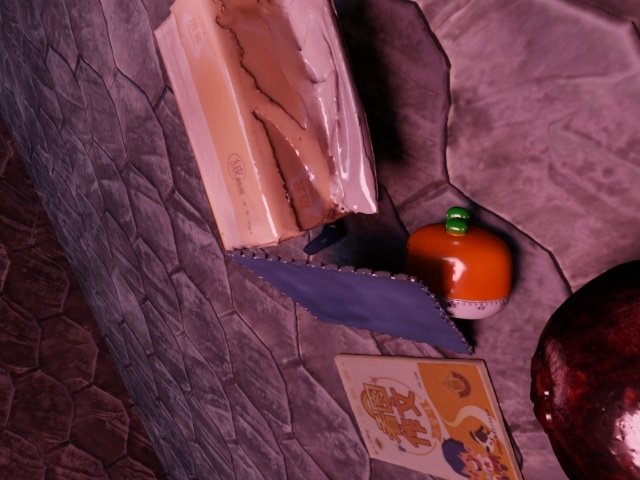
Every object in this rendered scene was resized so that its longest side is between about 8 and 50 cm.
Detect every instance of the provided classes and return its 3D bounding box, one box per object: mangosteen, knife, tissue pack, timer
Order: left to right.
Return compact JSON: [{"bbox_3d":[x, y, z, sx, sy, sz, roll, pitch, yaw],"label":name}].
[{"bbox_3d":[-0.035,-0.161,0.571,0.238,0.238,0.306,-9,99,48],"label":"tissue pack"},{"bbox_3d":[0.000,0.000,0.746,0.031,0.018,0.121,35,142,-15],"label":"knife"},{"bbox_3d":[0.160,0.021,0.529,0.136,0.099,0.136,17,123,28],"label":"timer"},{"bbox_3d":[0.309,0.125,0.346,0.265,0.228,0.228,-1,109,16],"label":"mangosteen"}]

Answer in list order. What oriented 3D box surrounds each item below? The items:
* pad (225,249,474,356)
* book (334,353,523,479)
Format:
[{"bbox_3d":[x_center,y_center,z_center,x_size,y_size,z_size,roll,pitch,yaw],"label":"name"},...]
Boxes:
[{"bbox_3d":[0.045,0.084,0.585,0.269,0.012,0.270,7,156,33],"label":"pad"},{"bbox_3d":[0.156,0.283,0.715,0.295,0.020,0.208,-15,97,49],"label":"book"}]
